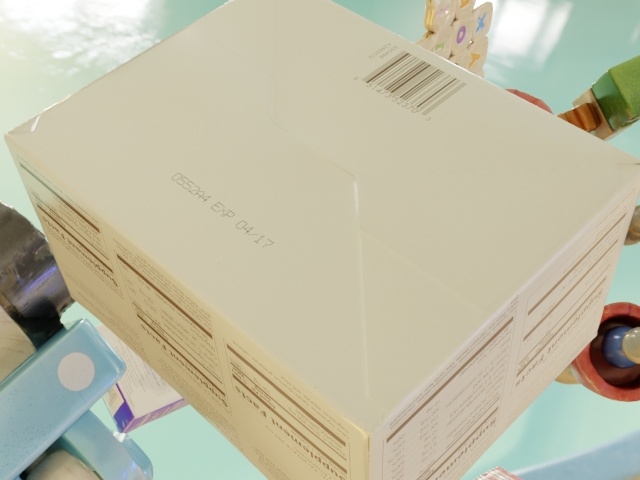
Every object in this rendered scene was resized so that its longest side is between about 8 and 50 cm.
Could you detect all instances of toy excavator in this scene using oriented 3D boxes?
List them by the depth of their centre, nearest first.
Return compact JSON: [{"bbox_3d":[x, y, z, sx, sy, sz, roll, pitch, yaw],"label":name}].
[{"bbox_3d":[-0.185,0.203,0.685,0.445,0.433,0.222,51,59,-13],"label":"toy excavator"}]

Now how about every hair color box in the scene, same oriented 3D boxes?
[{"bbox_3d":[-0.254,0.206,1.686,0.339,0.110,0.185,-20,72,-35],"label":"hair color box"}]

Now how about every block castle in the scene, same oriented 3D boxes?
[{"bbox_3d":[0.376,-0.061,0.846,0.453,0.213,0.303,-24,83,-8],"label":"block castle"}]

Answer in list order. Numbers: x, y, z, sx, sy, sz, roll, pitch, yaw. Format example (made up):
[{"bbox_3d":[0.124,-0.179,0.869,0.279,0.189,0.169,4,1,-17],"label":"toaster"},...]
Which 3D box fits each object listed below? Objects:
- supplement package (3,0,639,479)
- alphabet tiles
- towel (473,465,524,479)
[{"bbox_3d":[0.000,0.000,0.500,0.262,0.145,0.204,36,59,29],"label":"supplement package"},{"bbox_3d":[0.189,-0.255,1.386,0.021,0.284,0.278,22,39,27],"label":"alphabet tiles"},{"bbox_3d":[0.338,0.474,1.628,0.144,0.029,0.197,24,17,33],"label":"towel"}]
